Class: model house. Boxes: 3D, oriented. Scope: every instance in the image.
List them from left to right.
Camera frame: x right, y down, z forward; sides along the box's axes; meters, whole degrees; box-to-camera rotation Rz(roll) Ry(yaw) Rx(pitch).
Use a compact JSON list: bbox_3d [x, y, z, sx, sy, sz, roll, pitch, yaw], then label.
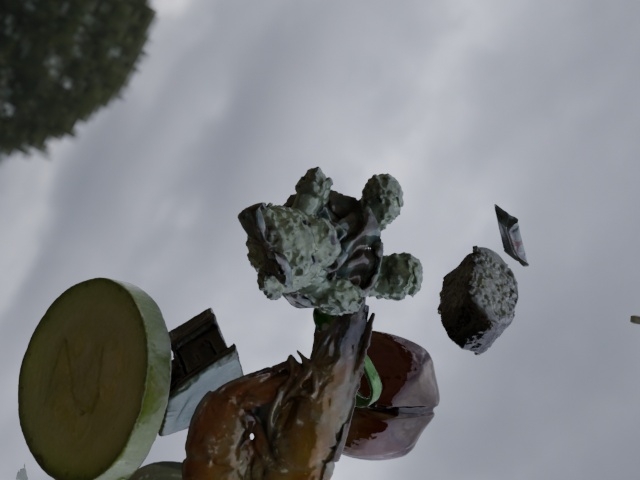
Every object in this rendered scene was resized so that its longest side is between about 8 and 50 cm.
[{"bbox_3d":[-0.187,0.171,2.098,0.165,0.106,0.152,-31,-132,3],"label":"model house"}]

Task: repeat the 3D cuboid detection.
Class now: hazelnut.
[{"bbox_3d":[0.073,0.245,2.355,0.181,0.181,0.212,30,-66,55],"label":"hazelnut"}]

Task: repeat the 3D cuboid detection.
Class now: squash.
[{"bbox_3d":[-0.270,0.169,1.788,0.252,0.049,0.252,-16,-113,43],"label":"squash"}]

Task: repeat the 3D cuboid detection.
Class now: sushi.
[{"bbox_3d":[0.201,0.079,1.917,0.078,0.090,0.150,-44,-162,30],"label":"sushi"}]

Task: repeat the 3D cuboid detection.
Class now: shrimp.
[{"bbox_3d":[-0.044,0.183,1.613,0.062,0.164,0.316,-119,-126,-85],"label":"shrimp"}]

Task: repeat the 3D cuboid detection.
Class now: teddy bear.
[{"bbox_3d":[-0.010,0.004,1.327,0.111,0.213,0.133,-18,-99,40],"label":"teddy bear"}]

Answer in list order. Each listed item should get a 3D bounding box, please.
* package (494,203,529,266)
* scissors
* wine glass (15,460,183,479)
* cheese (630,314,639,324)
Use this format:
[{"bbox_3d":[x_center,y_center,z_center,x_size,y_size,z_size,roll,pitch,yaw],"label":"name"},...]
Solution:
[{"bbox_3d":[0.221,-0.005,1.740,0.037,0.110,0.015,33,-107,29],"label":"package"},{"bbox_3d":[0.016,0.090,1.688,0.101,0.204,0.027,7,-155,41],"label":"scissors"},{"bbox_3d":[-0.230,0.392,1.903,0.238,0.323,0.238,1,90,-89],"label":"wine glass"},{"bbox_3d":[0.416,0.095,1.716,0.127,0.255,0.050,8,-91,36],"label":"cheese"}]
